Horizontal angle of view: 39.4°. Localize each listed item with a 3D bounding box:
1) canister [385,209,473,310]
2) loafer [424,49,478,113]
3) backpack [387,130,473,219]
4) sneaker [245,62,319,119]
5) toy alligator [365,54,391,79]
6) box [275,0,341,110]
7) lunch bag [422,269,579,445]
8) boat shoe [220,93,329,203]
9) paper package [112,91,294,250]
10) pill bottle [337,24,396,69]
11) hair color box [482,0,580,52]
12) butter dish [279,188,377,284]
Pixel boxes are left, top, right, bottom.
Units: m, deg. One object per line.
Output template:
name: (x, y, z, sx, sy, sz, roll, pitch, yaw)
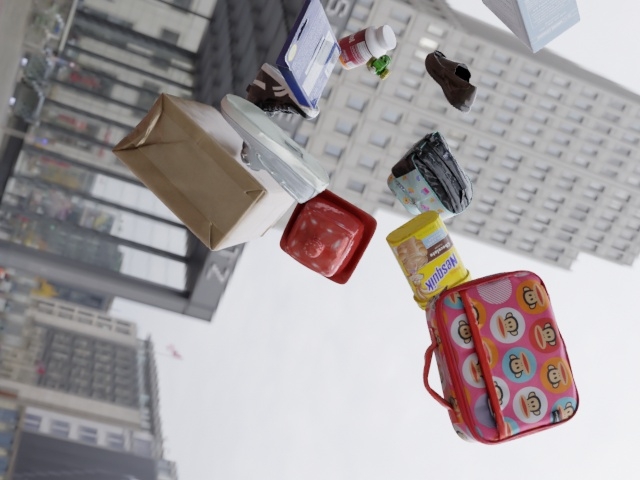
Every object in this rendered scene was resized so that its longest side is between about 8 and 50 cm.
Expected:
canister: (0.219, 0.039, 1.806, 0.126, 0.169, 0.073, -31, -158, -6)
loafer: (0.320, -0.389, 2.118, 0.078, 0.080, 0.220, -49, -137, 26)
backpack: (0.262, -0.134, 2.099, 0.144, 0.188, 0.166, -37, -172, 44)
sneaker: (-0.092, -0.296, 1.999, 0.121, 0.079, 0.217, -54, -133, 14)
toy alligator: (0.142, -0.415, 2.107, 0.051, 0.056, 0.190, -48, 179, 13)
box: (-0.024, -0.346, 1.646, 0.136, 0.037, 0.225, -65, 163, -9)
lunch bag: (0.304, 0.212, 1.603, 0.120, 0.258, 0.293, 137, -61, -75)
boat shoe: (-0.088, -0.142, 1.469, 0.081, 0.227, 0.079, -41, -158, 22)
paper package: (-0.229, -0.145, 1.883, 0.168, 0.309, 0.325, -48, 175, 11)
pill bottle: (0.120, -0.516, 2.370, 0.152, 0.086, 0.086, -15, -126, 34)
hair color box: (0.330, -0.524, 1.567, 0.114, 0.374, 0.185, -35, -127, 4)
butter dish: (0.000, 0.000, 1.678, 0.160, 0.160, 0.118, -62, 171, 23)
